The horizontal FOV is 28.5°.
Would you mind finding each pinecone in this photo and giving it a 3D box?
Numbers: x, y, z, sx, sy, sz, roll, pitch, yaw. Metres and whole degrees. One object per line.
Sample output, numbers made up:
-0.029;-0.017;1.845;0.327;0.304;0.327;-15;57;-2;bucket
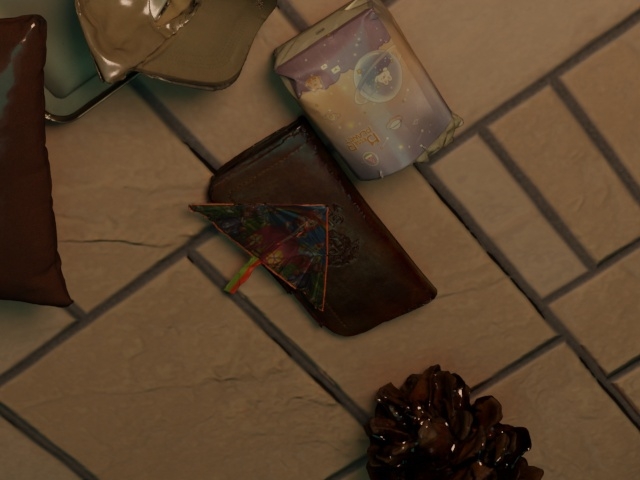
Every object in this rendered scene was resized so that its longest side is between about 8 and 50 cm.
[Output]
0.142;0.241;1.391;0.184;0.179;0.204;-20;108;-18;pinecone

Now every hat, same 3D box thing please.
-0.127;-0.200;1.081;0.175;0.085;0.147;16;113;-46;hat

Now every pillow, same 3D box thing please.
-0.386;-0.072;1.146;0.308;0.108;0.305;5;123;2;pillow

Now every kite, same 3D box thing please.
-0.048;0.008;1.275;0.159;0.010;0.190;-36;117;27;kite

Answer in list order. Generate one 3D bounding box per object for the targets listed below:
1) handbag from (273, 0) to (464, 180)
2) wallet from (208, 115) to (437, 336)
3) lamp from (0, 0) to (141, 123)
0.048;-0.132;1.176;0.117;0.095;0.173;-30;119;17;handbag
0.000;0.000;1.294;0.137;0.031;0.255;-30;120;18;wallet
-0.218;-0.261;1.088;0.266;0.047;0.269;-33;121;15;lamp
